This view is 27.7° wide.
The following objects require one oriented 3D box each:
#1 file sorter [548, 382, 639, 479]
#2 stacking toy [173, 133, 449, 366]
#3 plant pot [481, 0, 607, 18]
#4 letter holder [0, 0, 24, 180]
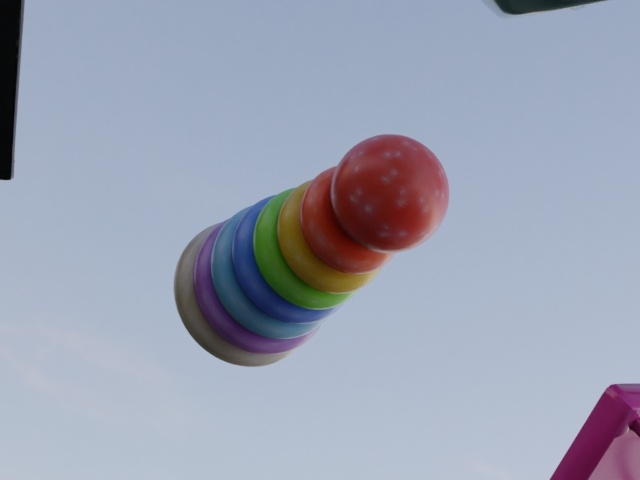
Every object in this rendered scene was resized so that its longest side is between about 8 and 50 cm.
[{"bbox_3d":[0.253,0.208,0.691,0.290,0.182,0.202,4,-58,-39],"label":"file sorter"},{"bbox_3d":[0.000,0.000,1.074,0.141,0.141,0.330,32,-32,-15],"label":"stacking toy"},{"bbox_3d":[0.171,-0.258,0.742,0.293,0.293,0.235,-4,-78,35],"label":"plant pot"},{"bbox_3d":[-0.393,-0.233,1.362,0.152,0.302,0.214,3,12,-16],"label":"letter holder"}]
